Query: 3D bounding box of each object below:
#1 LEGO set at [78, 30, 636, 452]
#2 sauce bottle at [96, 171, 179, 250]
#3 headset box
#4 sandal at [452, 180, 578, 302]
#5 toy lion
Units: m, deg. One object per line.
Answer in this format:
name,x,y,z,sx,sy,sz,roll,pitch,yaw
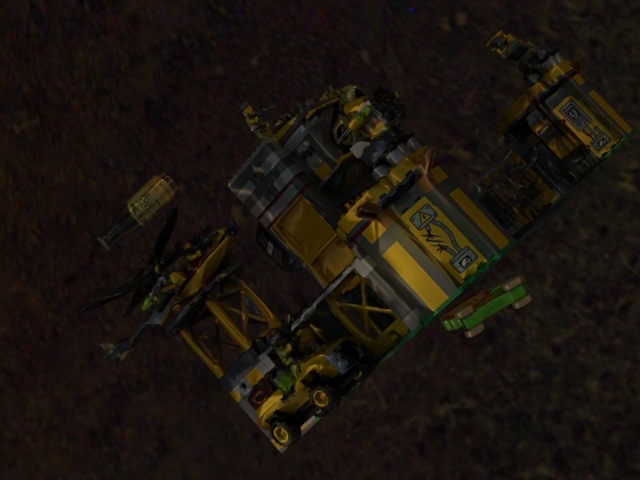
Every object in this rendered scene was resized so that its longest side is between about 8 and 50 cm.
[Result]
LEGO set,0.021,-0.040,0.663,0.331,0.192,0.255,-36,171,-46
sauce bottle,-0.248,-0.038,1.478,0.128,0.042,0.042,-48,125,-18
headset box,0.000,0.000,0.841,0.083,0.062,0.032,1,111,-25
sandal,0.193,-0.008,1.318,0.254,0.097,0.054,-40,109,-6
toy lion,0.185,0.074,1.250,0.100,0.096,0.034,-31,95,2
